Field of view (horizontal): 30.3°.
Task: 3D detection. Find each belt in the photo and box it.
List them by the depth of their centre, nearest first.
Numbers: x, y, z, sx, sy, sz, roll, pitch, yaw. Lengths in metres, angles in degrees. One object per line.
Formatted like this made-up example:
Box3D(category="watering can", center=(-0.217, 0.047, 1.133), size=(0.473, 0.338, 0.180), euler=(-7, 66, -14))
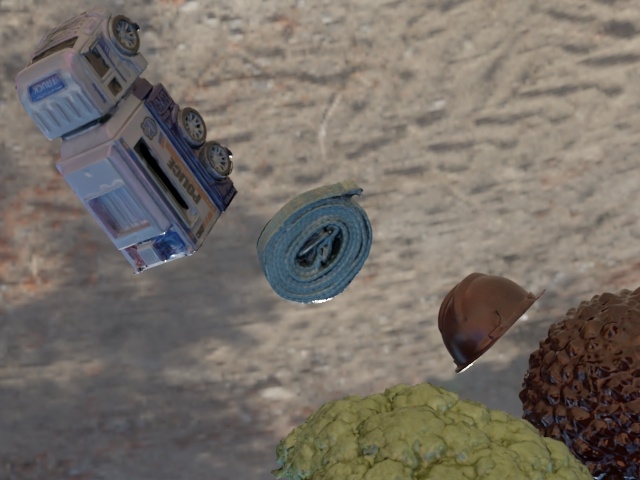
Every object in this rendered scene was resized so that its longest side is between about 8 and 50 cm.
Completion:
Box3D(category="belt", center=(-0.007, 0.005, 1.637), size=(0.163, 0.082, 0.148), euler=(-18, 112, -4))

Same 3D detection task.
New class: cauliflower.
Box3D(category="cauliflower", center=(0.079, 0.241, 0.895), size=(0.272, 0.250, 0.275), euler=(20, -166, 16))

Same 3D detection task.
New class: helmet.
Box3D(category="helmet", center=(0.136, 0.058, 1.012), size=(0.111, 0.057, 0.089), euler=(-38, 171, -40))

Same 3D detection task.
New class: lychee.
Box3D(category="lychee", center=(0.373, 0.184, 1.381), size=(0.300, 0.264, 0.264), euler=(-10, 159, -30))

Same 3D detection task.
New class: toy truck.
Box3D(category="toy truck", center=(-0.222, -0.110, 1.311), size=(0.124, 0.155, 0.268), euler=(-19, 119, 32))
